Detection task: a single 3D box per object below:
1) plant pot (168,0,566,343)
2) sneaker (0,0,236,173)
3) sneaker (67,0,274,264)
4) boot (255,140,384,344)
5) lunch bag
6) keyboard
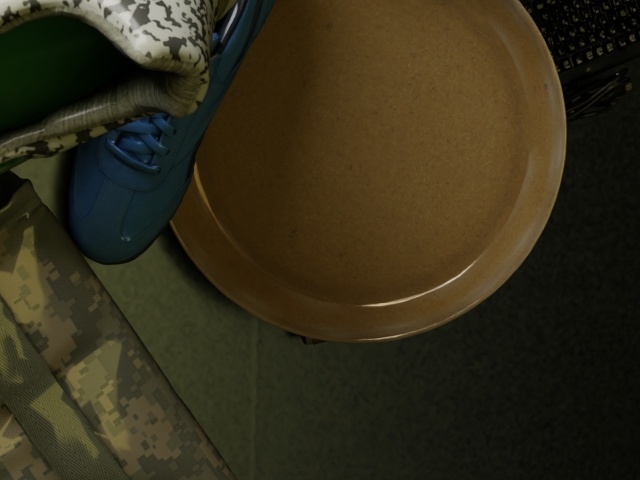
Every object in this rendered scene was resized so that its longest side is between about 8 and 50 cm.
[{"bbox_3d":[0.021,-0.060,1.068,0.236,0.032,0.236,0,92,5],"label":"plant pot"},{"bbox_3d":[-0.220,-0.066,0.867,0.410,0.182,0.158,-22,130,12],"label":"sneaker"},{"bbox_3d":[-0.088,-0.083,1.022,0.069,0.082,0.209,27,96,2],"label":"sneaker"},{"bbox_3d":[0.000,0.000,1.106,0.087,0.042,0.118,-31,94,-5],"label":"boot"},{"bbox_3d":[-0.216,0.126,0.964,0.287,0.169,0.235,-34,109,-8],"label":"lunch bag"},{"bbox_3d":[0.157,-0.119,1.159,0.192,0.038,0.100,-23,103,-18],"label":"keyboard"}]
